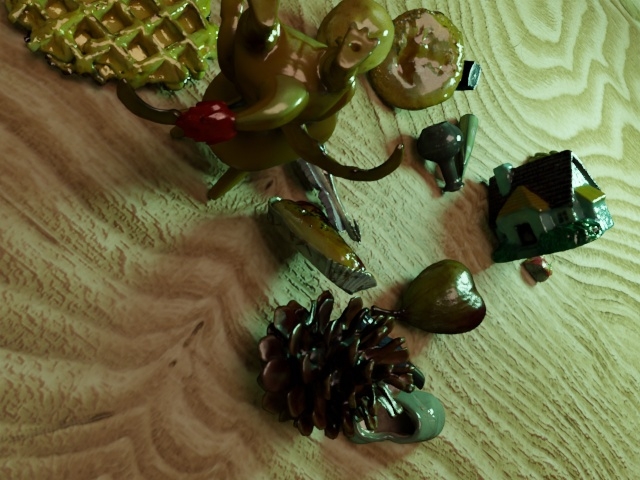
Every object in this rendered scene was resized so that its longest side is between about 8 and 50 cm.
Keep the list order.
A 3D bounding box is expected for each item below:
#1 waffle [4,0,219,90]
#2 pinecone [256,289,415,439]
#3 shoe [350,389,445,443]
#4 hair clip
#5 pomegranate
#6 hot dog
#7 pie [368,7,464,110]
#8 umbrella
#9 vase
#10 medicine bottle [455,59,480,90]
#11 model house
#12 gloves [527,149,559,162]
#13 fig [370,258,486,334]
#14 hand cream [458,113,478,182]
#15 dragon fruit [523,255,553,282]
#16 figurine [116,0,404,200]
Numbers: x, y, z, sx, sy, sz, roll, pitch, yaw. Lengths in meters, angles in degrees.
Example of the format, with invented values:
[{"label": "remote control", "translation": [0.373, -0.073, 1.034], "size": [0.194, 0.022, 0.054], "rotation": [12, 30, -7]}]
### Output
[{"label": "waffle", "translation": [-0.370, -0.455, 0.919], "size": [0.382, 0.095, 0.380], "rotation": [0, 75, -32]}, {"label": "pinecone", "translation": [0.036, 0.209, 0.844], "size": [0.264, 0.264, 0.264], "rotation": [12, 67, -31]}, {"label": "shoe", "translation": [0.167, 0.351, 0.984], "size": [0.251, 0.100, 0.103], "rotation": [5, 70, -30]}, {"label": "hair clip", "translation": [0.015, -0.119, 1.046], "size": [0.106, 0.084, 0.292], "rotation": [-23, 89, -81]}, {"label": "pomegranate", "translation": [0.084, -0.488, 1.178], "size": [0.196, 0.196, 0.196], "rotation": [12, 67, -31]}, {"label": "hot dog", "translation": [0.000, 0.000, 0.925], "size": [0.270, 0.082, 0.162], "rotation": [44, 7, 36]}, {"label": "pie", "translation": [0.255, -0.465, 1.286], "size": [0.273, 0.069, 0.273], "rotation": [-2, 100, -12]}, {"label": "umbrella", "translation": [0.139, 0.227, 1.037], "size": [0.248, 0.071, 0.071], "rotation": [39, 55, -21]}, {"label": "vase", "translation": [0.325, -0.215, 1.296], "size": [0.120, 0.120, 0.183], "rotation": [-32, 106, -38]}, {"label": "medicine bottle", "translation": [0.314, -0.488, 1.376], "size": [0.258, 0.124, 0.079], "rotation": [13, 96, -28]}, {"label": "model house", "translation": [0.575, -0.106, 1.310], "size": [0.230, 0.280, 0.249], "rotation": [-24, 92, -35]}, {"label": "gloves", "translation": [0.728, -0.157, 1.525], "size": [0.154, 0.141, 0.331], "rotation": [27, 60, -23]}, {"label": "fig", "translation": [0.236, 0.136, 1.097], "size": [0.274, 0.145, 0.170], "rotation": [-9, 77, -23]}, {"label": "hand cream", "translation": [0.410, -0.266, 1.396], "size": [0.055, 0.086, 0.235], "rotation": [6, 58, 15]}, {"label": "dragon fruit", "translation": [0.634, 0.074, 1.429], "size": [0.083, 0.060, 0.056], "rotation": [51, 56, -6]}, {"label": "figurine", "translation": [-0.104, -0.224, 0.798], "size": [0.401, 0.387, 0.268], "rotation": [2, 84, -19]}]
